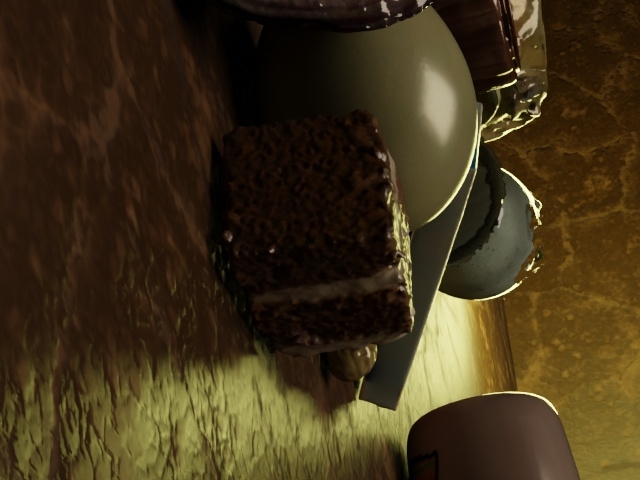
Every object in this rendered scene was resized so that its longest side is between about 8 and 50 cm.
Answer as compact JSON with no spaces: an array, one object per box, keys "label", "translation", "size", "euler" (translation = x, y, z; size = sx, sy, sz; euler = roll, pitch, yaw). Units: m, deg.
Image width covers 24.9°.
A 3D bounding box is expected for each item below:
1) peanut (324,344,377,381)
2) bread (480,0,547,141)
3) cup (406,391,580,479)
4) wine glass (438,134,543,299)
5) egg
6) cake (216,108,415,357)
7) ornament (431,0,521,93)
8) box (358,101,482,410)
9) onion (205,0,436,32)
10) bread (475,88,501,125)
[{"label":"peanut","translation":[0.026,0.083,1.318],"size":[0.113,0.054,0.054],"euler":[-90,164,-47]},{"label":"bread","translation":[0.161,-0.316,1.914],"size":[0.183,0.236,0.388],"euler":[-19,98,-35]},{"label":"cup","translation":[0.184,0.296,1.599],"size":[0.253,0.191,0.200],"euler":[119,-35,-59]},{"label":"wine glass","translation":[0.175,-0.028,1.841],"size":[0.357,0.190,0.190],"euler":[28,50,-69]},{"label":"egg","translation":[0.035,-0.120,1.218],"size":[0.186,0.186,0.241],"euler":[30,41,-75]},{"label":"cake","translation":[0.000,0.000,1.084],"size":[0.147,0.135,0.135],"euler":[79,7,-51]},{"label":"ornament","translation":[0.088,-0.232,1.510],"size":[0.235,0.218,0.221],"euler":[65,18,-50]},{"label":"box","translation":[0.107,0.003,1.496],"size":[0.273,0.048,0.265],"euler":[-66,174,-71]},{"label":"onion","translation":[-0.014,-0.267,1.139],"size":[0.111,0.247,0.250],"euler":[138,-45,-65]},{"label":"bread","translation":[0.135,-0.234,1.796],"size":[0.056,0.207,0.286],"euler":[-76,156,-52]}]
